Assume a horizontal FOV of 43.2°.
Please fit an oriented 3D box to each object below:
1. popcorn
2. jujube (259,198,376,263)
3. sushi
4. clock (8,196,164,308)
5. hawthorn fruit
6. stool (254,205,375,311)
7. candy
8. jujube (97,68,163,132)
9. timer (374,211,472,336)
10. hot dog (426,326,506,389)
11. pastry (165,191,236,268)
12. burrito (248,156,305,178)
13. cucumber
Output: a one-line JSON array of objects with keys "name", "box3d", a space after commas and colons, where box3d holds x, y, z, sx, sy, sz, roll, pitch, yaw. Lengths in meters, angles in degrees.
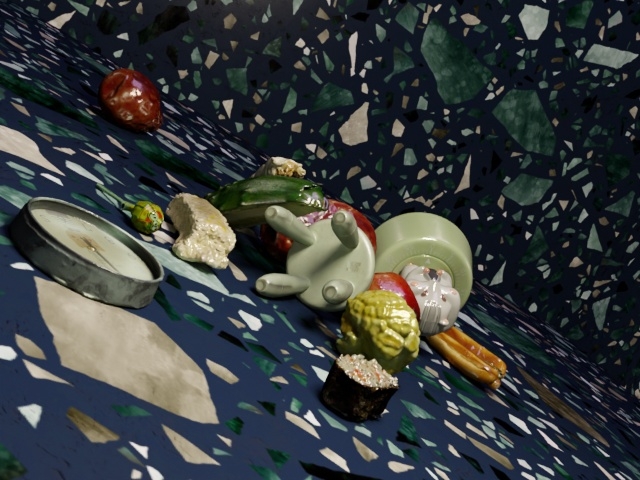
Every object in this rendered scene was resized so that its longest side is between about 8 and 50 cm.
[{"name": "popcorn", "box3d": [0.116, 0.178, 1.518, 0.173, 0.174, 0.142, 37, 32, 24]}, {"name": "jujube", "box3d": [0.000, 0.000, 1.927, 0.290, 0.197, 0.197, 12, 20, -32]}, {"name": "sushi", "box3d": [0.062, 0.230, 1.276, 0.090, 0.078, 0.150, 39, 12, 32]}, {"name": "clock", "box3d": [-0.330, 0.014, 1.159, 0.226, 0.049, 0.226, 31, 9, -5]}, {"name": "hawthorn fruit", "box3d": [0.140, 0.161, 1.718, 0.157, 0.157, 0.194, 21, 33, -52]}, {"name": "stool", "box3d": [-0.006, 0.040, 1.606, 0.195, 0.195, 0.198, 5, -6, 19]}, {"name": "candy", "box3d": [-0.361, -0.069, 1.506, 0.193, 0.062, 0.058, 29, 50, 36]}, {"name": "jujube", "box3d": [-0.518, -0.376, 2.251, 0.168, 0.168, 0.236, 37, -6, 21]}, {"name": "timer", "box3d": [0.246, 0.118, 1.955, 0.290, 0.291, 0.315, 31, 20, -13]}, {"name": "hot dog", "box3d": [0.354, 0.284, 2.008, 0.100, 0.068, 0.249, -4, 27, -37]}, {"name": "pastry", "box3d": [-0.235, -0.022, 1.564, 0.121, 0.089, 0.258, 17, 11, -17]}, {"name": "burrito", "box3d": [-0.128, -0.114, 1.938, 0.117, 0.076, 0.392, 27, -22, -13]}, {"name": "cucumber", "box3d": [-0.125, -0.092, 1.729, 0.325, 0.105, 0.145, -7, -20, 43]}]
